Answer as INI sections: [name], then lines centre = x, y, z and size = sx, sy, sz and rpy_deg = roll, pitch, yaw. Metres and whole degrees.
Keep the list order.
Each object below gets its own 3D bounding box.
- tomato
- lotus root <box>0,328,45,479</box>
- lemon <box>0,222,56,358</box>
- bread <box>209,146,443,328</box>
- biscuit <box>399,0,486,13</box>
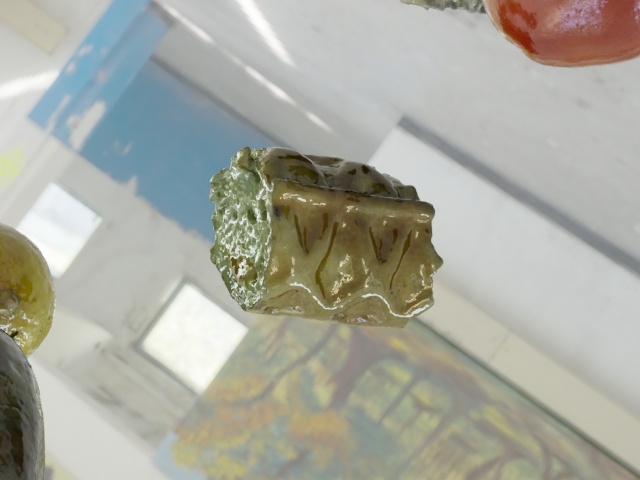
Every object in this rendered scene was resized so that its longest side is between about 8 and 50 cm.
[tomato]
centre = 0.281, -0.297, 1.255
size = 0.259, 0.260, 0.180
rpy_deg = 35, -167, 17
[lotus root]
centre = -0.440, 0.233, 1.413
size = 0.250, 0.250, 0.346
rpy_deg = 38, -157, -32
[lemon]
centre = -0.493, 0.080, 1.736
size = 0.236, 0.236, 0.263
rpy_deg = 37, 175, -11
[bread]
centre = 0.000, -0.006, 1.582
size = 0.252, 0.196, 0.238
rpy_deg = 0, -145, -35
[biscuit]
centre = 0.213, -0.353, 1.448
size = 0.281, 0.179, 0.084
rpy_deg = -4, -166, -33
